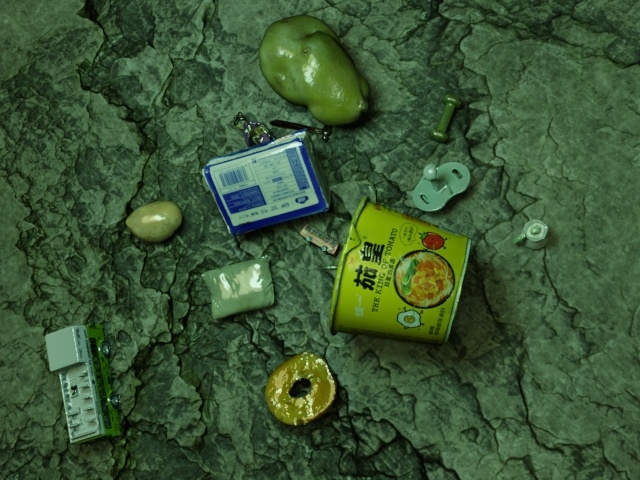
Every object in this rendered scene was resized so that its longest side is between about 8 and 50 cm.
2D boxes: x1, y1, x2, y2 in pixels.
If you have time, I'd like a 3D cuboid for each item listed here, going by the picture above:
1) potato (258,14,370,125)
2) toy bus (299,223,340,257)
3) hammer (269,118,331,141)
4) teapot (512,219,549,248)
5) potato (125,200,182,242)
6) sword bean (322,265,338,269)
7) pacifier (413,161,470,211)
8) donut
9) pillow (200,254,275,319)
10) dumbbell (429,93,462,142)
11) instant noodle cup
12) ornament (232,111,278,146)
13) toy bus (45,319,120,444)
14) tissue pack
[{"bbox_3d":[-0.013,-0.424,1.700,0.351,0.218,0.203,41,131,17],"label":"potato"},{"bbox_3d":[0.000,0.000,1.686,0.110,0.031,0.043,31,81,21],"label":"toy bus"},{"bbox_3d":[-0.053,-0.305,1.779,0.178,0.021,0.065,13,81,21],"label":"hammer"},{"bbox_3d":[0.481,-0.013,1.529,0.083,0.064,0.064,-20,72,11],"label":"teapot"},{"bbox_3d":[-0.440,-0.050,1.791,0.146,0.112,0.112,-18,73,5],"label":"potato"},{"bbox_3d":[0.046,0.066,1.667,0.083,0.012,0.012,-5,76,14],"label":"sword bean"},{"bbox_3d":[0.276,-0.145,1.596,0.150,0.116,0.127,-34,45,10],"label":"pacifier"},{"bbox_3d":[-0.041,0.357,1.600,0.178,0.065,0.162,-25,67,11],"label":"donut"},{"bbox_3d":[-0.200,0.117,1.694,0.181,0.078,0.134,-16,76,9],"label":"pillow"},{"bbox_3d":[0.309,-0.301,1.656,0.052,0.046,0.118,21,83,15],"label":"dumbbell"},{"bbox_3d":[0.180,0.084,1.480,0.254,0.325,0.326,14,82,10],"label":"instant noodle cup"},{"bbox_3d":[-0.167,-0.269,1.781,0.203,0.088,0.081,37,114,33],"label":"ornament"},{"bbox_3d":[-0.605,0.366,1.721,0.113,0.139,0.302,-20,74,13],"label":"toy bus"},{"bbox_3d":[-0.127,-0.146,1.667,0.269,0.209,0.137,-16,30,13],"label":"tissue pack"}]
